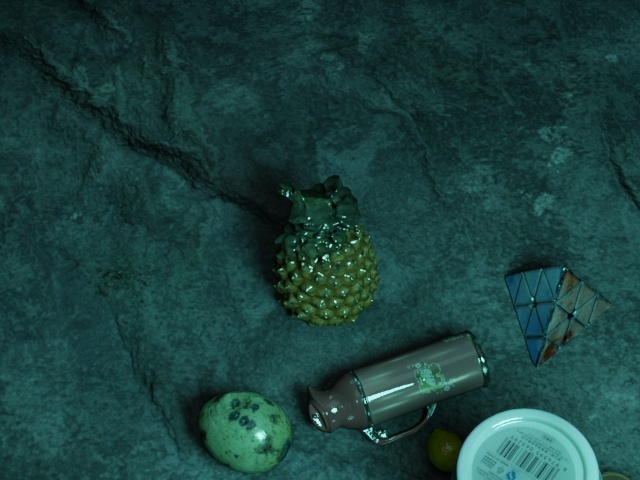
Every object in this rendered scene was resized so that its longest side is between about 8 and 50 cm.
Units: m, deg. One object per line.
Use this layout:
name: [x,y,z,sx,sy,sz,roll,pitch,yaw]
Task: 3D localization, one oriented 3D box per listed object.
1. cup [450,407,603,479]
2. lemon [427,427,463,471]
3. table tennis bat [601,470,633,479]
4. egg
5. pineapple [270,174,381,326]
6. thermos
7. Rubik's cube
cup: [0.317,0.432,1.639,0.253,0.371,0.253,-6,53,8]
lemon: [0.223,0.373,1.860,0.065,0.065,0.092,-23,63,-13]
table tennis bat: [0.539,0.480,1.805,0.107,0.119,0.170,-53,41,-2]
egg: [-0.136,0.333,1.859,0.182,0.141,0.141,18,57,27]
pineapple: [0.002,0.000,1.958,0.223,0.357,0.223,-3,55,4]
thermos: [0.136,0.278,1.918,0.330,0.136,0.109,-18,28,-10]
Rubik's cube: [0.407,0.128,2.033,0.178,0.211,0.190,29,84,46]
